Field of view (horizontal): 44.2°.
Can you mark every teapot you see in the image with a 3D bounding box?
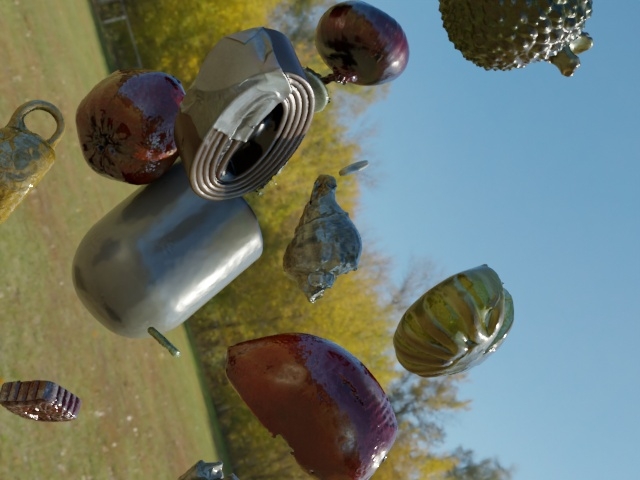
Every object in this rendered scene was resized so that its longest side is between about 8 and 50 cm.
[{"bbox_3d":[-0.626,-0.154,1.526,0.167,0.311,0.203,41,-14,-19],"label":"teapot"}]

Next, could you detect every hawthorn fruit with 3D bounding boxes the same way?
[{"bbox_3d":[-0.388,-0.265,1.773,0.254,0.300,0.254,17,-60,30],"label":"hawthorn fruit"}]

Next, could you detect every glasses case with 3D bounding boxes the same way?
[{"bbox_3d":[0.074,-0.158,1.726,0.032,0.083,0.021,-20,-86,49],"label":"glasses case"}]

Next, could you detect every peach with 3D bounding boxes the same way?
[{"bbox_3d":[-0.009,0.210,1.089,0.267,0.154,0.159,45,-1,13],"label":"peach"}]

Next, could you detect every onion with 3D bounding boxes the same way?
[{"bbox_3d":[0.096,-0.495,2.094,0.273,0.285,0.273,29,-10,5],"label":"onion"}]

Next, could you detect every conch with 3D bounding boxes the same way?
[{"bbox_3d":[0.014,0.008,1.715,0.210,0.159,0.291,113,-3,-64],"label":"conch"}]

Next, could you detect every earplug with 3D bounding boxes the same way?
[{"bbox_3d":[-0.368,0.038,1.818,0.312,0.394,0.313,34,-29,22],"label":"earplug"}]

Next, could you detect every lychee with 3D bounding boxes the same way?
[{"bbox_3d":[0.331,-0.414,1.338,0.320,0.270,0.270,71,-5,-46],"label":"lychee"}]

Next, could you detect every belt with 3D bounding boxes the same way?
[{"bbox_3d":[-0.144,-0.225,1.444,0.339,0.217,0.122,-53,-131,39],"label":"belt"}]

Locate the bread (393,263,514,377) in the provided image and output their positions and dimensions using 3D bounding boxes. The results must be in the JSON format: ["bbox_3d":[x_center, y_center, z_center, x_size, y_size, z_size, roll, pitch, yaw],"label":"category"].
[{"bbox_3d":[0.309,0.203,1.779,0.160,0.333,0.333,57,-16,28],"label":"bread"}]

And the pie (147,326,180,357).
[{"bbox_3d":[-0.313,0.206,1.587,0.085,0.017,0.085,41,-12,10],"label":"pie"}]

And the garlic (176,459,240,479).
[{"bbox_3d":[-0.233,0.636,1.631,0.132,0.279,0.325,12,49,-59],"label":"garlic"}]

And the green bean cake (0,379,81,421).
[{"bbox_3d":[-0.598,0.346,1.681,0.135,0.135,0.056,61,29,-53],"label":"green bean cake"}]

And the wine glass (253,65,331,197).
[{"bbox_3d":[-0.132,-0.284,1.997,0.190,0.357,0.190,23,-30,14],"label":"wine glass"}]
